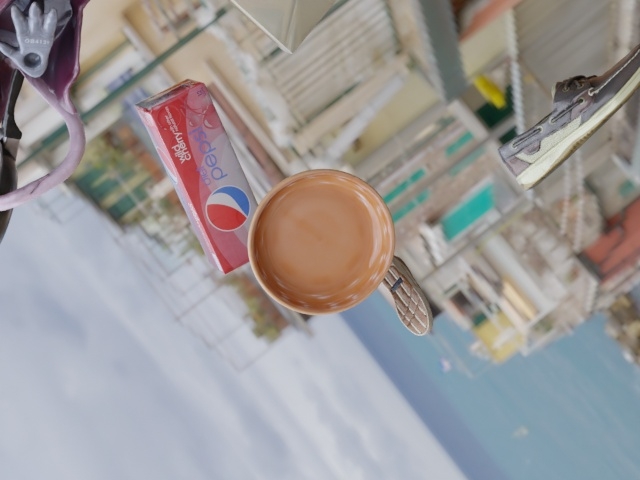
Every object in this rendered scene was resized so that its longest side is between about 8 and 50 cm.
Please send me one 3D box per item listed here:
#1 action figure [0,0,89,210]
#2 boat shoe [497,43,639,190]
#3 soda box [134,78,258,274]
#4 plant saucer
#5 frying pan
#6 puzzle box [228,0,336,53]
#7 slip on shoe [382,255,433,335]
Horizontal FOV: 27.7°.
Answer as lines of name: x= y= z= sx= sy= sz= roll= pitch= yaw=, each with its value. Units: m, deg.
action figure: x=-0.322 y=-0.264 z=1.336 sx=0.276 sy=0.248 sz=0.370 roll=67 pitch=179 yaw=-45
boat shoe: x=0.293 y=-0.153 z=1.493 sx=0.073 sy=0.223 sz=0.080 roll=45 pitch=-155 yaw=4
soda box: x=-0.159 y=-0.091 z=1.824 sx=0.263 sy=0.092 sz=0.083 roll=66 pitch=166 yaw=-19
plant saucer: x=0.000 y=0.000 z=1.744 sx=0.200 sy=0.200 sz=0.037 roll=53 pitch=-179 yaw=-15
frying pan: x=-0.445 y=-0.103 z=1.766 sx=0.053 sy=0.326 sz=0.197 roll=19 pitch=164 yaw=-27
puzzle box: x=-0.107 y=-0.513 z=1.930 sx=0.409 sy=0.272 sz=0.052 roll=41 pitch=178 yaw=-23
slip on shoe: x=0.122 y=0.074 z=1.827 sx=0.041 sy=0.051 sz=0.135 roll=1 pitch=-134 yaw=-51
